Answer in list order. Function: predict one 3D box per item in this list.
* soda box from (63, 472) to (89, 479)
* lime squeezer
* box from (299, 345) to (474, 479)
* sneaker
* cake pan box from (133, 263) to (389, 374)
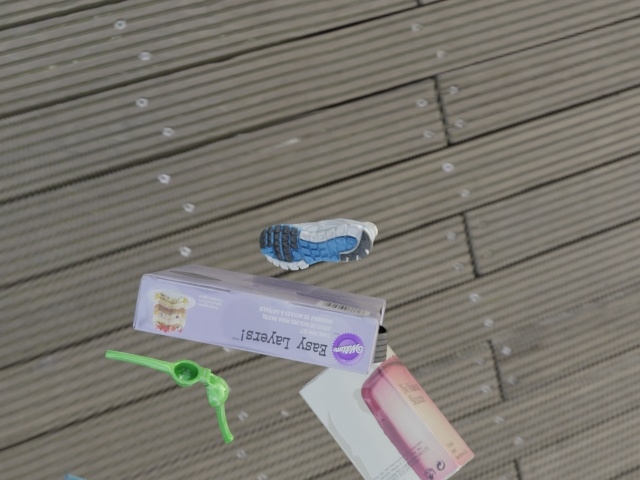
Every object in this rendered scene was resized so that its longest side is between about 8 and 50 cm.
[{"bbox_3d":[-0.384,0.421,1.704,0.067,0.210,0.071,21,77,-10],"label":"soda box"},{"bbox_3d":[-0.238,0.260,1.932,0.310,0.110,0.059,41,48,-28],"label":"lime squeezer"},{"bbox_3d":[0.102,0.274,1.590,0.127,0.148,0.232,-41,76,10],"label":"box"},{"bbox_3d":[0.000,0.000,1.637,0.191,0.083,0.071,-1,106,21],"label":"sneaker"},{"bbox_3d":[-0.052,0.083,1.214,0.267,0.246,0.070,10,94,4],"label":"cake pan box"}]
